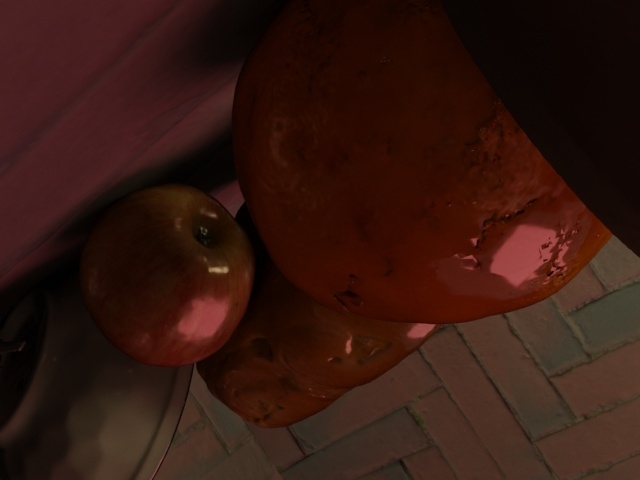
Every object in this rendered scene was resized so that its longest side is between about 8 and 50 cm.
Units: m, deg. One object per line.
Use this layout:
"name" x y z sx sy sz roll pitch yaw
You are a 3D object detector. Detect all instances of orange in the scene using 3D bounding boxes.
"orange" 0.067 -0.067 0.545 0.240 0.240 0.240 -33 178 -2

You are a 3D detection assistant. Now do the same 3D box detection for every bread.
"bread" 0.013 -0.011 0.887 0.328 0.148 0.337 -40 -155 54

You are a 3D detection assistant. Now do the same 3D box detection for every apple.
"apple" -0.123 0.024 0.766 0.146 0.146 0.131 -31 170 -49

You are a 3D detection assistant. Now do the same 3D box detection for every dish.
"dish" -0.240 0.133 0.885 0.303 0.120 0.303 -34 -137 39

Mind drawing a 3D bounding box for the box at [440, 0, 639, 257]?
"box" 0.221 -0.140 0.381 0.301 0.301 0.216 -32 173 -35

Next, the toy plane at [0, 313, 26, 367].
"toy plane" -0.319 0.103 0.766 0.226 0.058 0.226 -18 -178 15
